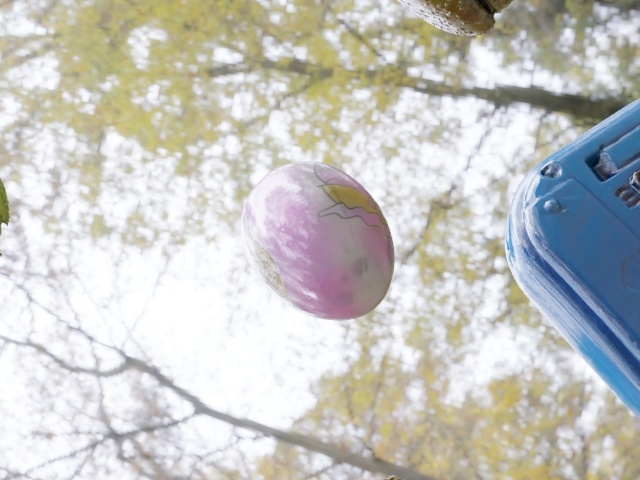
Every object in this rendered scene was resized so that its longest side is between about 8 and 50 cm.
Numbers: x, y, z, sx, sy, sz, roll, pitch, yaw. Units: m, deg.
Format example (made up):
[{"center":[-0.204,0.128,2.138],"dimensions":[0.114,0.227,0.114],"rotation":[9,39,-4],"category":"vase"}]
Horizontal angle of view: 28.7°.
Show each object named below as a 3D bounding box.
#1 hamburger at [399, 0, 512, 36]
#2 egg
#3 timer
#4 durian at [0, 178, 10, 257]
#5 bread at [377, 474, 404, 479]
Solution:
[{"center":[0.165,-0.350,1.675],"dimensions":[0.215,0.189,0.122],"rotation":[34,-82,-36],"category":"hamburger"},{"center":[0.000,0.000,1.673],"dimensions":[0.196,0.271,0.196],"rotation":[-8,-72,-25],"category":"egg"},{"center":[0.370,0.011,1.232],"dimensions":[0.309,0.340,0.115],"rotation":[-32,-25,-17],"category":"timer"},{"center":[-0.353,-0.049,1.130],"dimensions":[0.132,0.375,0.107],"rotation":[3,-44,-38],"category":"durian"},{"center":[0.031,0.434,1.443],"dimensions":[0.278,0.250,0.225],"rotation":[-11,-64,-15],"category":"bread"}]
